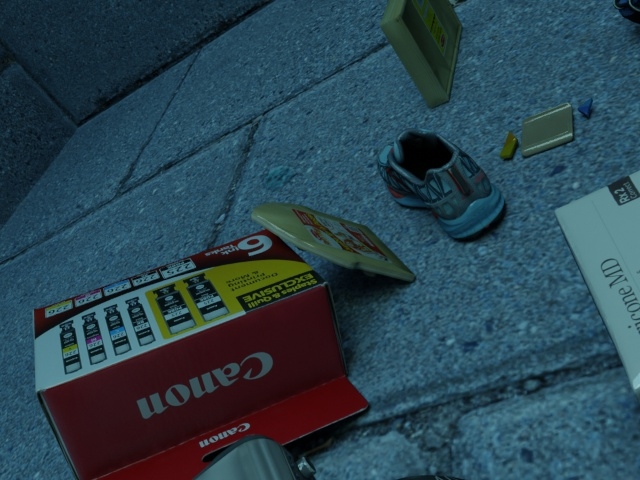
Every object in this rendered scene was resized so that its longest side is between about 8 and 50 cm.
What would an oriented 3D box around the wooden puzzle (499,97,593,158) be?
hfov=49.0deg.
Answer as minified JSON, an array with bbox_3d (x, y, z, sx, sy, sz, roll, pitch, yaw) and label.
[{"bbox_3d":[0.290,-0.141,0.901,0.116,0.014,0.078,-14,41,38],"label":"wooden puzzle"}]

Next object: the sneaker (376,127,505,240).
[{"bbox_3d":[0.137,-0.104,0.906,0.104,0.125,0.262,-40,28,-4],"label":"sneaker"}]

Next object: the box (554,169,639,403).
[{"bbox_3d":[0.260,0.065,0.459,0.119,0.182,0.181,-27,31,19],"label":"box"}]

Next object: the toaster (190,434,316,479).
[{"bbox_3d":[-0.076,0.288,0.587,0.227,0.129,0.146,-41,31,-6],"label":"toaster"}]

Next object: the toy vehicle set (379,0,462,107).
[{"bbox_3d":[0.178,-0.364,1.191,0.035,0.166,0.266,-19,34,31],"label":"toy vehicle set"}]

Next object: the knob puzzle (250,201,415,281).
[{"bbox_3d":[0.000,0.000,0.879,0.030,0.213,0.213,-68,24,15],"label":"knob puzzle"}]

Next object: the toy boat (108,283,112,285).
[{"bbox_3d":[-0.253,0.125,0.981,0.231,0.151,0.151,-43,12,-9],"label":"toy boat"}]

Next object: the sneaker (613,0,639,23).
[{"bbox_3d":[0.443,-0.328,0.861,0.130,0.147,0.330,17,33,14],"label":"sneaker"}]

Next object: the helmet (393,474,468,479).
[{"bbox_3d":[0.079,0.233,0.450,0.169,0.169,0.161,-24,48,25],"label":"helmet"}]

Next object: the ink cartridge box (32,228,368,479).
[{"bbox_3d":[-0.141,0.127,0.781,0.310,0.130,0.272,-20,25,-16],"label":"ink cartridge box"}]

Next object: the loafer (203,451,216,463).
[{"bbox_3d":[-0.176,0.290,0.760,0.087,0.094,0.251,-52,10,31],"label":"loafer"}]
